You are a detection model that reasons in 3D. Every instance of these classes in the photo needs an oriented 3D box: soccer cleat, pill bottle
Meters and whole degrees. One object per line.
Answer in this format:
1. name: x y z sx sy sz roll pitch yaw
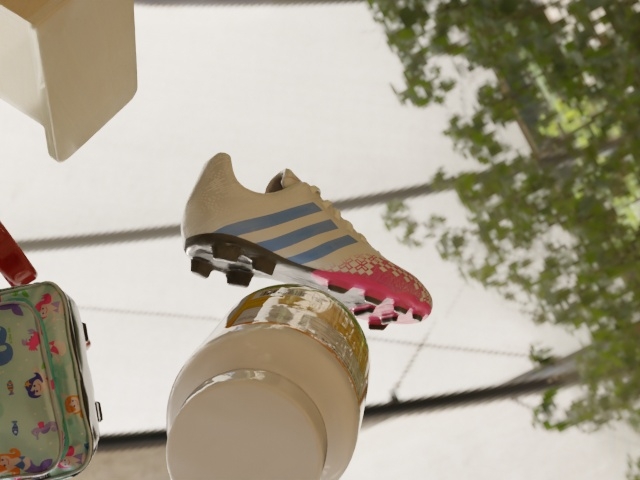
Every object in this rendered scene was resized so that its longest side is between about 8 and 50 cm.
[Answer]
1. soccer cleat: 0.000 0.000 1.218 0.331 0.116 0.143 21 -116 -33
2. pill bottle: -0.036 0.119 0.809 0.136 0.136 0.245 61 -171 -5

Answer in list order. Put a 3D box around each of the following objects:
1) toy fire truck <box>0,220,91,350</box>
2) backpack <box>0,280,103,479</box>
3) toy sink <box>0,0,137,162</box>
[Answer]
1. toy fire truck: -0.454 0.073 1.436 0.254 0.169 0.302 32 155 57
2. backpack: -0.373 0.166 1.142 0.191 0.254 0.225 125 135 -84
3. toy sink: -0.308 -0.232 1.246 0.131 0.153 0.234 32 149 15
